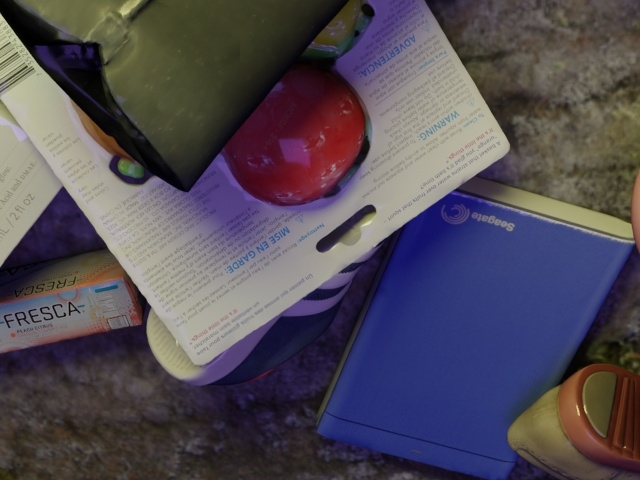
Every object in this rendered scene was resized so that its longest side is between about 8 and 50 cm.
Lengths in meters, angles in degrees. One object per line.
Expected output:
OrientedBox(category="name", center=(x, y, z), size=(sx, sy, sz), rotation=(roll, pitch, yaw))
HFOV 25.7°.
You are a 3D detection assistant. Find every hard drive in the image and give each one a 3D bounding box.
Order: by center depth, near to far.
OrientedBox(category="hard drive", center=(0.144, 0.091, 1.375), size=(0.210, 0.040, 0.319), rotation=(16, 123, -9))

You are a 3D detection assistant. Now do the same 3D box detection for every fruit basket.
OrientedBox(category="fruit basket", center=(-0.064, -0.126, 1.127), size=(0.327, 0.165, 0.353), rotation=(-36, 115, -4))

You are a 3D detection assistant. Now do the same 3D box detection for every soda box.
OrientedBox(category="soda box", center=(-0.260, 0.058, 1.346), size=(0.183, 0.063, 0.058), rotation=(-11, 122, 8))

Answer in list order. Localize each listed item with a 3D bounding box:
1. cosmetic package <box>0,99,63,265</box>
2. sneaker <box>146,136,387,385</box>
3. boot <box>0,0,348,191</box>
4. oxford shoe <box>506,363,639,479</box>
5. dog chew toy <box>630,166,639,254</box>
OrientedBox(category="cosmetic package", center=(-0.306, -0.099, 1.189), size=(0.183, 0.151, 0.151), rotation=(32, 118, -19))
OrientedBox(category="sneaker", center=(0.000, 0.000, 1.285), size=(0.350, 0.131, 0.148), rotation=(-42, 153, 8))
OrientedBox(category="boot", center=(0.037, -0.201, 0.959), size=(0.367, 0.146, 0.445), rotation=(45, 71, -7))
OrientedBox(category="oxford shoe", center=(0.343, 0.226, 1.431), size=(0.348, 0.123, 0.130), rotation=(29, 141, -25))
OrientedBox(category="dog chew toy", center=(0.395, 0.031, 1.248), size=(0.206, 0.206, 0.332), rotation=(-16, 131, 11))
